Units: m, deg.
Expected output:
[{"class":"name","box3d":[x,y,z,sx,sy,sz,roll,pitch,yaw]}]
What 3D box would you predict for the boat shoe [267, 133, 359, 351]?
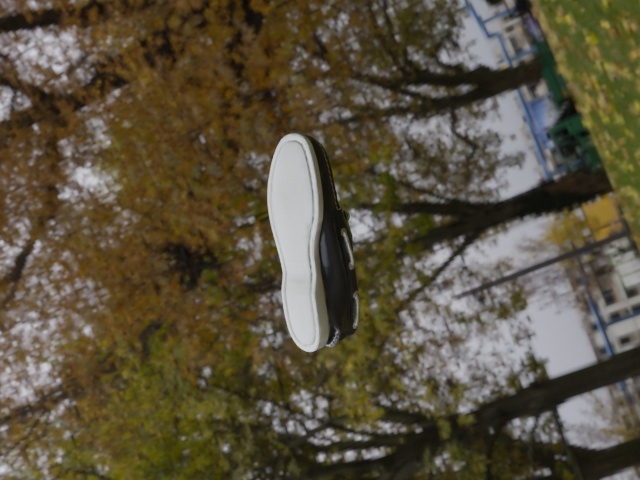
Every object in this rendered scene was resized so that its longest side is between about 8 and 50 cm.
[{"class":"boat shoe","box3d":[0.000,0.000,0.550,0.038,0.046,0.125,-14,-79,-37]}]
